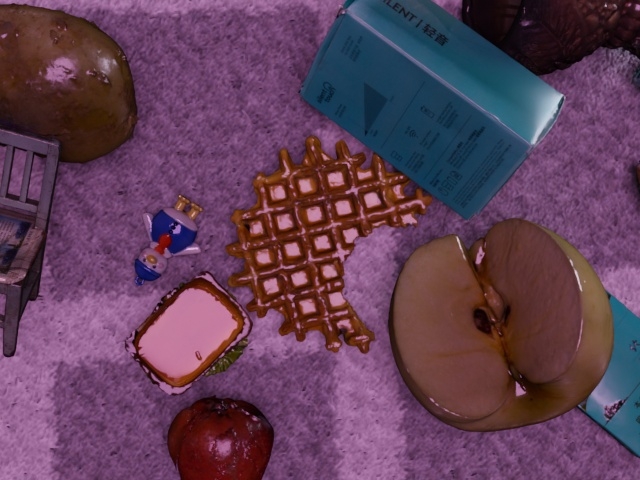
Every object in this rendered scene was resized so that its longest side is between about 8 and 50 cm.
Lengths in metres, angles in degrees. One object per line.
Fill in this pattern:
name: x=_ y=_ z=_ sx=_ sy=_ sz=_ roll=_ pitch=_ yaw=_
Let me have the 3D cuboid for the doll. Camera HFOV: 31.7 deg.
doll: x=-0.220 y=0.003 z=1.595 sx=0.099 sy=0.057 sz=0.143 roll=35 pitch=92 yaw=-2

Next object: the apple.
apple: x=0.251 y=0.123 z=1.550 sx=0.295 sy=0.233 sz=0.257 roll=-24 pitch=54 yaw=11

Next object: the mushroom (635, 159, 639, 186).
mushroom: x=0.552 y=-0.047 z=1.664 sx=0.210 sy=0.072 sz=0.094 roll=17 pitch=87 yaw=-2

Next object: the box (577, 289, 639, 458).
box: x=0.438 y=0.192 z=1.667 sx=0.226 sy=0.042 sz=0.161 roll=40 pitch=86 yaw=-5

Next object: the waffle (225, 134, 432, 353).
waffle: x=0.000 y=0.000 z=1.613 sx=0.260 sy=0.069 sz=0.293 roll=25 pitch=89 yaw=-2

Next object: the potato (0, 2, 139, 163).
potato: x=-0.393 y=-0.212 z=1.507 sx=0.307 sy=0.210 sz=0.173 roll=10 pitch=58 yaw=2

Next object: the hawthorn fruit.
hawthorn fruit: x=-0.139 y=0.301 z=1.563 sx=0.148 sy=0.148 sz=0.172 roll=1 pitch=102 yaw=-6

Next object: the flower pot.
flower pot: x=0.364 y=-0.353 z=1.562 sx=0.267 sy=0.266 sz=0.266 roll=5 pitch=90 yaw=-15

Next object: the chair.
chair: x=-0.433 y=0.001 z=1.467 sx=0.136 sy=0.147 sz=0.270 roll=15 pitch=125 yaw=-6

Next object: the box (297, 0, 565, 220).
box: x=0.146 y=-0.196 z=1.529 sx=0.311 sy=0.205 sz=0.118 roll=36 pitch=54 yaw=3

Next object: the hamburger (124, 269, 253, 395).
hamburger: x=-0.181 y=0.134 z=1.581 sx=0.166 sy=0.087 sz=0.137 roll=-41 pitch=95 yaw=-3

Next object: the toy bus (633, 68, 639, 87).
toy bus: x=0.582 y=-0.182 z=1.652 sx=0.262 sy=0.109 sz=0.091 roll=39 pitch=80 yaw=-6
